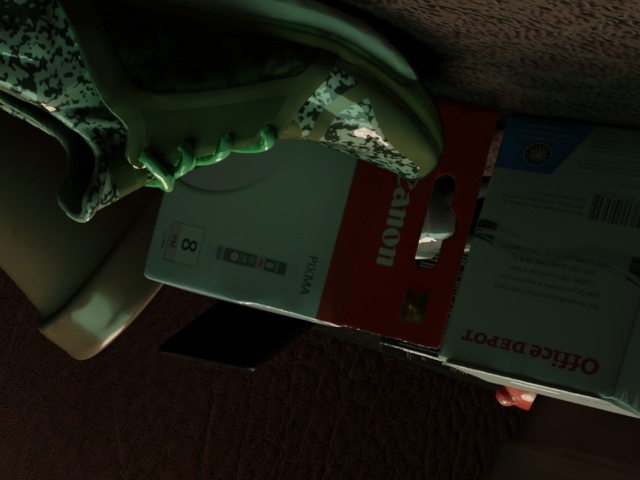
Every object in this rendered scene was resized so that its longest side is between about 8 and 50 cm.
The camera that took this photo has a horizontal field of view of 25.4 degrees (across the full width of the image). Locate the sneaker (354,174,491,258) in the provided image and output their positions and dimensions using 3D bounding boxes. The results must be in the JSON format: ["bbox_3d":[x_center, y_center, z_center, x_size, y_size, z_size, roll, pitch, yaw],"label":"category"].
[{"bbox_3d":[0.120,-0.021,1.150,0.132,0.086,0.228,0,-169,26],"label":"sneaker"}]

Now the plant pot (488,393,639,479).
[{"bbox_3d":[0.342,0.155,1.326,0.323,0.280,0.323,16,171,3],"label":"plant pot"}]

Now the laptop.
[{"bbox_3d":[0.053,0.127,1.926,0.236,0.408,0.382,57,160,-12],"label":"laptop"}]

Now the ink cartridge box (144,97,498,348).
[{"bbox_3d":[-0.005,-0.036,1.056,0.232,0.189,0.066,12,176,30],"label":"ink cartridge box"}]

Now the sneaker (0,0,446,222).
[{"bbox_3d":[-0.108,-0.089,0.918,0.410,0.182,0.158,20,171,-25],"label":"sneaker"}]

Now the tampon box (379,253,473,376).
[{"bbox_3d":[0.129,0.045,1.433,0.101,0.161,0.120,15,173,6],"label":"tampon box"}]

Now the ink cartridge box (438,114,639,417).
[{"bbox_3d":[0.184,0.017,1.015,0.139,0.191,0.082,12,171,35],"label":"ink cartridge box"}]

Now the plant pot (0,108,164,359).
[{"bbox_3d":[-0.250,-0.051,1.395,0.229,0.263,0.263,37,167,-13],"label":"plant pot"}]

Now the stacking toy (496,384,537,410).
[{"bbox_3d":[0.372,0.171,1.718,0.308,0.130,0.279,5,162,19],"label":"stacking toy"}]
